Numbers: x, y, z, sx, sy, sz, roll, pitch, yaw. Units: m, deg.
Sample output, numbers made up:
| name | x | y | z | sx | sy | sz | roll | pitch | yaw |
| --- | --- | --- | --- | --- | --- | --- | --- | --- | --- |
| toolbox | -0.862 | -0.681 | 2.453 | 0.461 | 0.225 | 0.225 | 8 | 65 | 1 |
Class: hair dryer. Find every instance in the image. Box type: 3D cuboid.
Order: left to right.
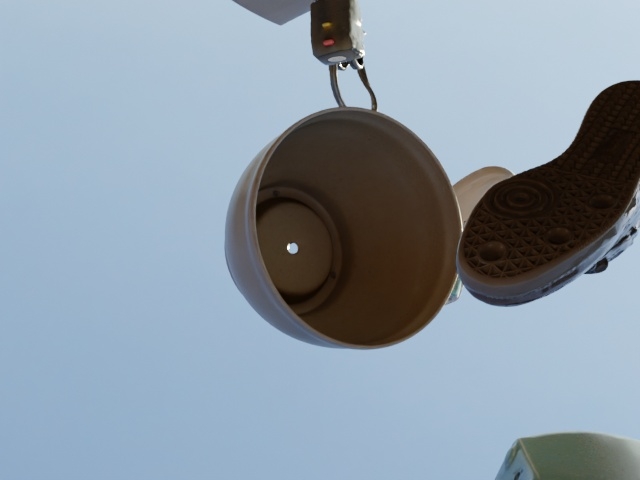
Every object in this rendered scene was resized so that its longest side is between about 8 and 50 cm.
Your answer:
| name | x | y | z | sx | sy | sz | roll | pitch | yaw |
| --- | --- | --- | --- | --- | --- | --- | --- | --- | --- |
| hair dryer | -0.029 | -0.241 | 1.439 | 0.080 | 0.293 | 0.223 | -15 | 171 | 1 |

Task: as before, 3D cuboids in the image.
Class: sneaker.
| name | x | y | z | sx | sy | sz | roll | pitch | yaw |
| --- | --- | --- | --- | --- | --- | --- | --- | --- | --- |
| sneaker | 0.141 | 0.018 | 1.951 | 0.080 | 0.212 | 0.094 | 31 | -156 | -24 |
| sneaker | 0.131 | -0.007 | 0.913 | 0.066 | 0.071 | 0.188 | 20 | -138 | 30 |

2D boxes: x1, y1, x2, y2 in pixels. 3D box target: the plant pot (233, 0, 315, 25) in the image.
| name | x | y | z | sx | sy | sz | roll | pitch | yaw |
| --- | --- | --- | --- | --- | --- | --- | --- | --- | --- |
| plant pot | -0.055 | -0.294 | 1.896 | 0.096 | 0.109 | 0.109 | 12 | 168 | -25 |

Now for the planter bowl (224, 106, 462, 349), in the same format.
| name | x | y | z | sx | sy | sz | roll | pitch | yaw |
| --- | --- | --- | --- | --- | --- | --- | --- | --- | --- |
| planter bowl | 0.000 | 0.000 | 1.255 | 0.162 | 0.162 | 0.109 | -17 | 179 | -32 |

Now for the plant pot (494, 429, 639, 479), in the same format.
| name | x | y | z | sx | sy | sz | roll | pitch | yaw |
| --- | --- | --- | --- | --- | --- | --- | --- | --- | --- |
| plant pot | 0.297 | 0.337 | 1.969 | 0.252 | 0.247 | 0.248 | 24 | -169 | -9 |
